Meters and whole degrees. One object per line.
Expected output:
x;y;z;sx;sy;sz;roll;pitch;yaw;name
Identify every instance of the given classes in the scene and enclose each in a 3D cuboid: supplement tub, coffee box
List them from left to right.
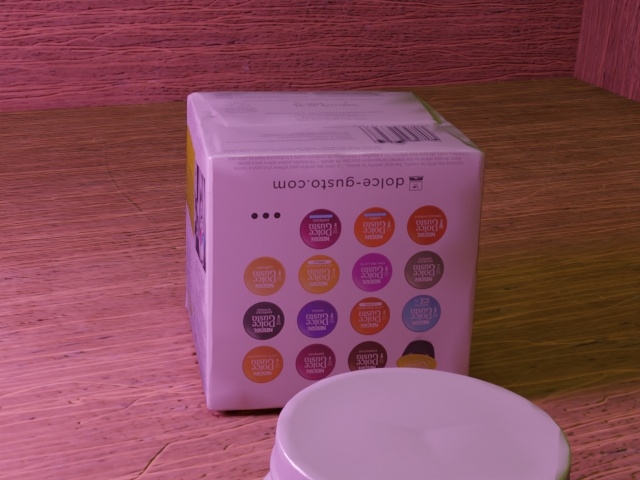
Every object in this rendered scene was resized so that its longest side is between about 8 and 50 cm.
0.000;0.000;1.654;0.338;0.334;0.338;-1;19;-11;coffee box
0.060;0.286;0.913;0.241;0.331;0.241;4;21;-1;supplement tub
